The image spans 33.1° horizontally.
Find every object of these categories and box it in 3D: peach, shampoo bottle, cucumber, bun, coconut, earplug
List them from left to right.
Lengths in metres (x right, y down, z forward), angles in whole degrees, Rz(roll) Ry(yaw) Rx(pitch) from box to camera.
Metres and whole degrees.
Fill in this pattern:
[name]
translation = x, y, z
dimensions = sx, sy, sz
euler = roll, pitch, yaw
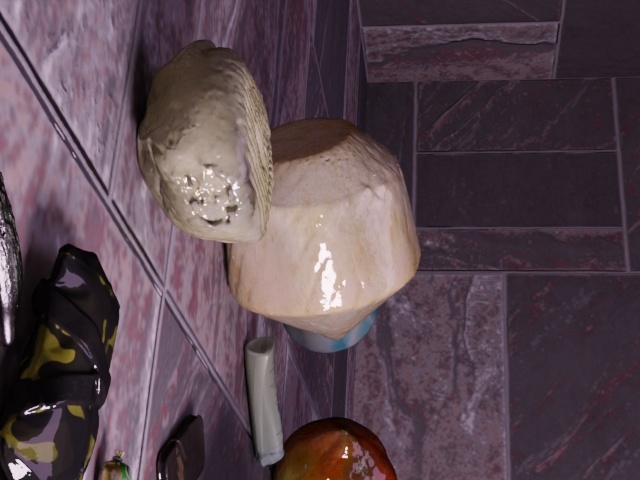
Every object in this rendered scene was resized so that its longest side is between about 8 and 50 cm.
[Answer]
[cucumber]
translation = -0.220, 0.014, 0.737
dimensions = 0.033, 0.034, 0.135
euler = -88, 174, -57
[bun]
translation = -0.122, -0.099, 1.117
dimensions = 0.220, 0.134, 0.220
euler = -7, 90, -84
[shampoo bottle]
translation = -0.088, 0.255, 1.699
dimensions = 0.072, 0.049, 0.212
euler = -85, 173, -62
[earplug]
translation = -0.015, 0.060, 1.835
dimensions = 0.324, 0.185, 0.185
euler = 62, 29, -65
[coconut]
translation = 0.000, 0.000, 1.532
dimensions = 0.329, 0.329, 0.329
euler = 0, 90, -83
[peach]
translation = 0.025, 0.414, 1.906
dimensions = 0.232, 0.232, 0.256
euler = -79, -176, -56

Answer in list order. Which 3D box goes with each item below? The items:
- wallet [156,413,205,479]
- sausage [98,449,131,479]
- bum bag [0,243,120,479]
[wallet]
translation = -0.162, 0.261, 1.252
dimensions = 0.156, 0.018, 0.082
euler = -49, 138, -78
[sausage]
translation = -0.193, 0.320, 0.949
dimensions = 0.033, 0.033, 0.269
euler = 69, 22, -70
[bum bag]
translation = -0.197, 0.106, 0.816
dimensions = 0.106, 0.060, 0.232
euler = 67, 20, -48
